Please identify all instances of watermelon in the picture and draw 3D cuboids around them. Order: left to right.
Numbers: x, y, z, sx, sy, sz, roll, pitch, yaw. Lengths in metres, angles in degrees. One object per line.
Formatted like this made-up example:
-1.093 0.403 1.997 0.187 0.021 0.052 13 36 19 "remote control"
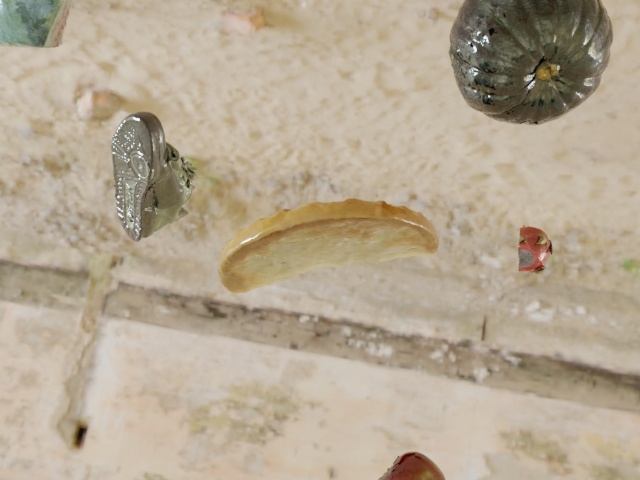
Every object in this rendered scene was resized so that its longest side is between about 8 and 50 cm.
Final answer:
-0.341 -0.279 1.165 0.081 0.094 0.180 51 132 -4 "watermelon"

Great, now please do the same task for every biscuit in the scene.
0.000 0.000 1.281 0.309 0.040 0.204 -12 157 8 "biscuit"

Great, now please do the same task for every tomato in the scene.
0.094 0.265 0.995 0.075 0.087 0.087 45 165 10 "tomato"

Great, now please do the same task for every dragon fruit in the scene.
0.367 0.020 1.635 0.060 0.056 0.083 0 123 9 "dragon fruit"

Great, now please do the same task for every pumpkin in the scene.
0.276 -0.257 1.266 0.220 0.162 0.220 -5 128 -6 "pumpkin"

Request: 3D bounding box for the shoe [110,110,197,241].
-0.289 -0.132 1.734 0.109 0.149 0.293 43 141 24 "shoe"
